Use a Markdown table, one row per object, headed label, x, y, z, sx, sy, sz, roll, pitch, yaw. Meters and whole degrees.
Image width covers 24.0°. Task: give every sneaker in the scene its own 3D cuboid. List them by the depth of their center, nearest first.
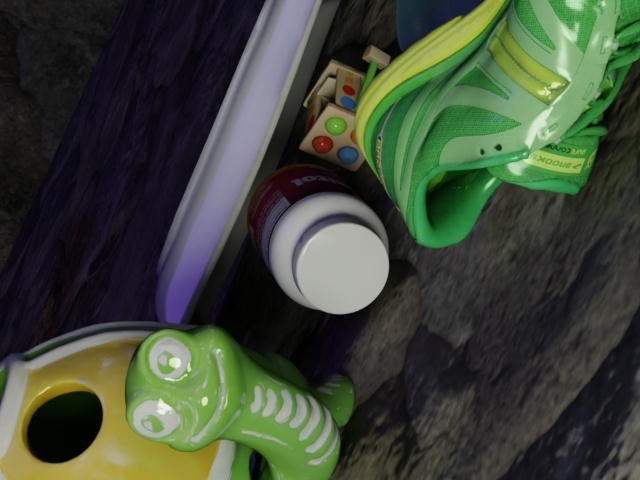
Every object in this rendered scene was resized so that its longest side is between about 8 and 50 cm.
| label | x | y | z | sx | sy | sz | roll | pitch | yaw |
| --- | --- | --- | --- | --- | --- | --- | --- | --- | --- |
| sneaker | 0.131 | -0.091 | 0.799 | 0.295 | 0.109 | 0.123 | -44 | 55 | 48 |

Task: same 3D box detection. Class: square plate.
| label | x | y | z | sx | sy | sz | roll | pitch | yaw |
| --- | --- | --- | --- | --- | --- | --- | --- | --- | --- |
| square plate | -0.060 | -0.082 | 1.271 | 0.344 | 0.049 | 0.347 | -156 | 89 | -89 |

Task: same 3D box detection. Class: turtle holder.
| label | x | y | z | sx | sy | sz | roll | pitch | yaw |
| --- | --- | --- | --- | --- | --- | --- | --- | --- | --- |
| turtle holder | -0.115 | 0.169 | 0.984 | 0.243 | 0.227 | 0.320 | -69 | 16 | -5 |

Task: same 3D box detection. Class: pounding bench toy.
| label | x | y | z | sx | sy | sz | roll | pitch | yaw |
| --- | --- | --- | --- | --- | --- | --- | --- | --- | --- |
| pounding bench toy | 0.025 | -0.106 | 1.185 | 0.083 | 0.052 | 0.065 | -53 | 23 | 41 |

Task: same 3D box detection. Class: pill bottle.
| label | x | y | z | sx | sy | sz | roll | pitch | yaw |
| --- | --- | --- | --- | --- | --- | --- | --- | --- | --- |
| pill bottle | 0.000 | 0.000 | 1.078 | 0.086 | 0.086 | 0.152 | -66 | 18 | 9 |

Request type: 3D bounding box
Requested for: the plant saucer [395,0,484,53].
| label | x | y | z | sx | sy | sz | roll | pitch | yaw |
| --- | --- | --- | --- | --- | --- | --- | --- | --- | --- |
| plant saucer | 0.144 | -0.259 | 1.020 | 0.317 | 0.044 | 0.317 | -57 | 19 | 33 |
